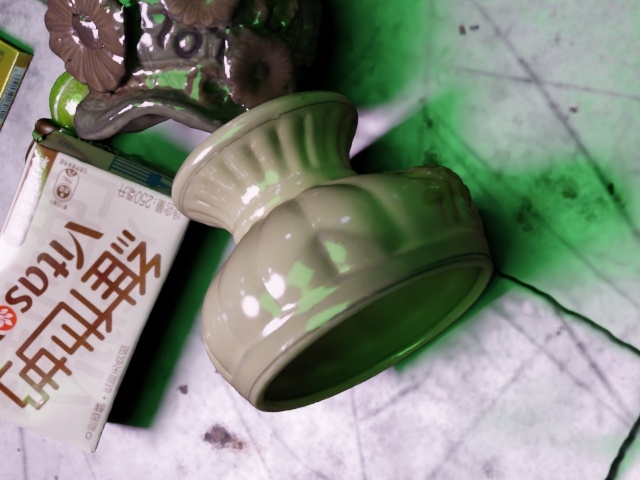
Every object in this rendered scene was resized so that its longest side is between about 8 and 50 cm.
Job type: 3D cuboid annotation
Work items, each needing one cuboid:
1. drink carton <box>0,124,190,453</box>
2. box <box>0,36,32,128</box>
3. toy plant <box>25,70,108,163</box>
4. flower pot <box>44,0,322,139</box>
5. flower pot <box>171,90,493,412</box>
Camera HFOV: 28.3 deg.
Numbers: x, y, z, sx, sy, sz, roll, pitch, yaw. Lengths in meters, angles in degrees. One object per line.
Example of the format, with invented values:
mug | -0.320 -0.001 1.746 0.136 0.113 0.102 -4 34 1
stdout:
drink carton | -0.286 0.054 1.466 0.194 0.132 0.324 22 100 -6
box | -0.476 -0.230 1.664 0.193 0.030 0.121 31 101 24
toy plant | -0.294 -0.142 1.538 0.093 0.093 0.162 28 100 24
flower pot | -0.138 -0.216 1.348 0.302 0.302 0.213 1 97 26
flower pot | 0.000 0.000 1.274 0.307 0.307 0.244 -38 71 20
